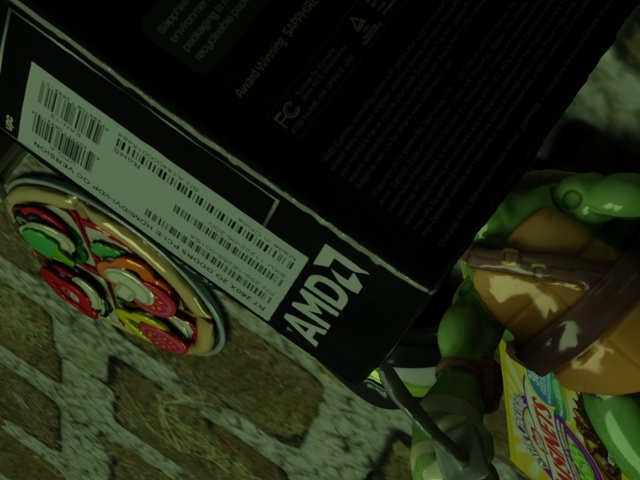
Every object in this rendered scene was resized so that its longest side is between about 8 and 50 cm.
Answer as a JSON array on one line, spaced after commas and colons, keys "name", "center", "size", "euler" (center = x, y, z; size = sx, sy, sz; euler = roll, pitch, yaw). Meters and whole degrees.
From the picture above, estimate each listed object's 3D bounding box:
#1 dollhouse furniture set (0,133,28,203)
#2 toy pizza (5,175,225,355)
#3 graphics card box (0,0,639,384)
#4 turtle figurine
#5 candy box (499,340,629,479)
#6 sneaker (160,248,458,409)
[{"name": "dollhouse furniture set", "center": [-0.250, -0.085, 1.055], "size": [0.161, 0.182, 0.101], "euler": [23, 154, 26]}, {"name": "toy pizza", "center": [-0.159, 0.028, 1.338], "size": [0.201, 0.032, 0.201], "euler": [30, 156, 15]}, {"name": "graphics card box", "center": [-0.066, -0.155, 0.571], "size": [0.371, 0.233, 0.094], "euler": [34, 153, 3]}, {"name": "turtle figurine", "center": [0.144, 0.060, 0.770], "size": [0.266, 0.198, 0.275], "euler": [41, 161, -12]}, {"name": "candy box", "center": [0.149, 0.109, 1.044], "size": [0.105, 0.027, 0.206], "euler": [43, 163, 29]}, {"name": "sneaker", "center": [0.000, 0.000, 1.040], "size": [0.235, 0.084, 0.097], "euler": [35, 133, -1]}]
